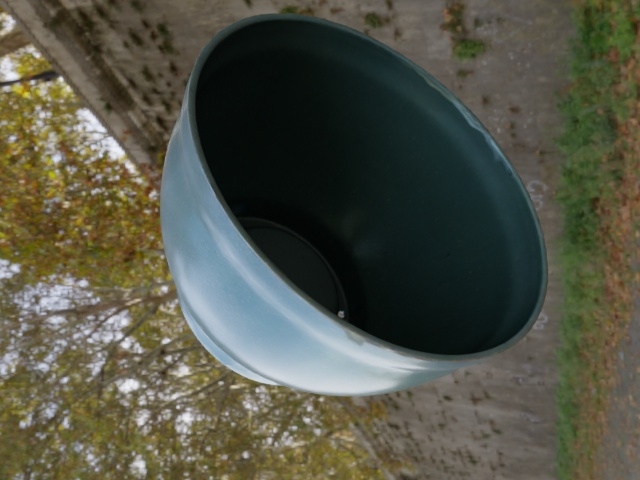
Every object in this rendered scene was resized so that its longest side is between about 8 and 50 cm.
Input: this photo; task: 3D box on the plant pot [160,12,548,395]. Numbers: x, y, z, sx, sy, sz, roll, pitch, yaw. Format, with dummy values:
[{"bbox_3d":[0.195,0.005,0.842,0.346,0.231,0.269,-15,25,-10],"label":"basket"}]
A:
[{"bbox_3d":[0.000,0.000,0.520,0.293,0.196,0.293,19,-132,-23],"label":"plant pot"}]
